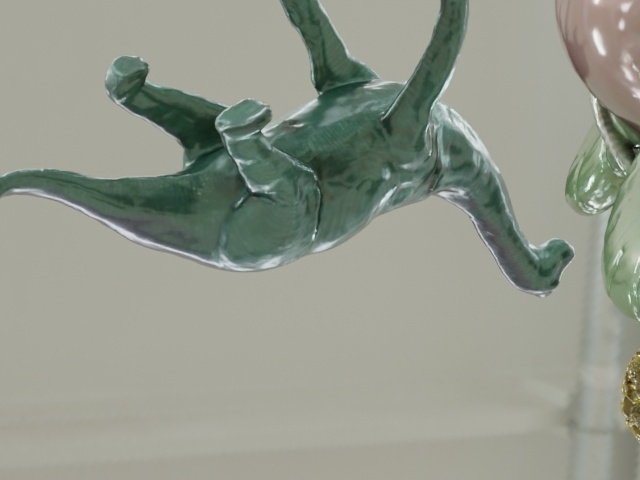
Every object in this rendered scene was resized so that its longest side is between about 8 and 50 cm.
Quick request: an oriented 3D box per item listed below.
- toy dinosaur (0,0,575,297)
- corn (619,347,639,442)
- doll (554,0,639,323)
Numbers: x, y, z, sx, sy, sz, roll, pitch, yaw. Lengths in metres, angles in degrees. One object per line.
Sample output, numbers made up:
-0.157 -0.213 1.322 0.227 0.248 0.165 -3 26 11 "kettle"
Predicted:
0.000 0.000 1.103 0.383 0.129 0.331 -31 -46 -17 "toy dinosaur"
0.289 0.075 1.151 0.293 0.106 0.106 -15 -66 -45 "corn"
0.204 -0.089 0.700 0.216 0.284 0.268 34 -75 -6 "doll"
